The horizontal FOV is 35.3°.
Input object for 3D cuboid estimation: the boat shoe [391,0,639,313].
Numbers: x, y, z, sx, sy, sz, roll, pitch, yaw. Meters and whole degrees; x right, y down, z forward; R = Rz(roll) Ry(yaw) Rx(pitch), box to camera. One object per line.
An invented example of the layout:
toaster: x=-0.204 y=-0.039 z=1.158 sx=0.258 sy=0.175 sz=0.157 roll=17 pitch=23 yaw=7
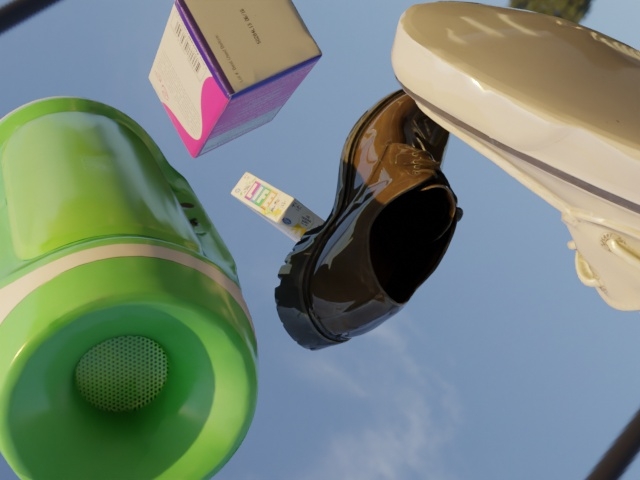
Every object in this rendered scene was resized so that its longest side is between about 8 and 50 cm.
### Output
boat shoe: x=0.143 y=-0.011 z=0.407 sx=0.268 sy=0.088 sz=0.096 roll=25 pitch=-143 yaw=9

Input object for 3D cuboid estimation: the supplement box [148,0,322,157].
supplement box: x=-0.097 y=-0.183 z=1.060 sx=0.114 sy=0.220 sz=0.111 roll=-28 pitch=-92 yaw=-21

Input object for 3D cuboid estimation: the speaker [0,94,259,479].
speaker: x=-0.123 y=0.012 z=0.540 sx=0.131 sy=0.131 sz=0.296 roll=14 pitch=-163 yaw=-25

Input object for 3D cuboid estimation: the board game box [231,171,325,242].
board game box: x=0.000 y=0.000 z=0.912 sx=0.154 sy=0.026 sz=0.103 roll=37 pitch=177 yaw=-32

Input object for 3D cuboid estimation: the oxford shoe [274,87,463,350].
oxford shoe: x=0.058 y=-0.026 z=0.653 sx=0.083 sy=0.096 sz=0.227 roll=47 pitch=-135 yaw=-27
